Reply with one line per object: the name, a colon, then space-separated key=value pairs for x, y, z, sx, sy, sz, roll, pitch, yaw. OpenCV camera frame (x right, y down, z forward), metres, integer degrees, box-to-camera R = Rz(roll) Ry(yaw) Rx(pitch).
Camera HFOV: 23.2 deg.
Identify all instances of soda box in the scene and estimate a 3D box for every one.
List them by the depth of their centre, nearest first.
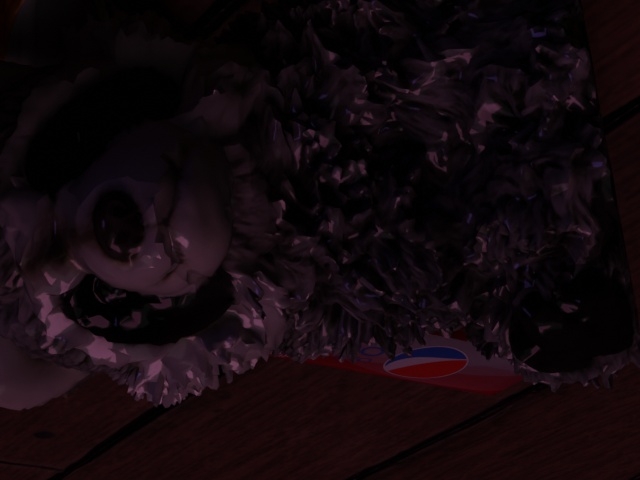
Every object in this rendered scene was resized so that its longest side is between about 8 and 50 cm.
soda box: x=0.035 y=0.038 z=1.078 sx=0.263 sy=0.092 sz=0.083 roll=13 pitch=150 yaw=-28

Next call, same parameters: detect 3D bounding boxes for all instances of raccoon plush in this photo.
raccoon plush: x=0.000 y=0.000 z=0.788 sx=0.299 sy=0.216 sz=0.446 roll=-11 pitch=164 yaw=11

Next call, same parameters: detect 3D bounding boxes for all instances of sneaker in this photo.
sneaker: x=-0.115 y=-0.096 z=0.822 sx=0.121 sy=0.099 sz=0.262 roll=-8 pitch=161 yaw=-10
